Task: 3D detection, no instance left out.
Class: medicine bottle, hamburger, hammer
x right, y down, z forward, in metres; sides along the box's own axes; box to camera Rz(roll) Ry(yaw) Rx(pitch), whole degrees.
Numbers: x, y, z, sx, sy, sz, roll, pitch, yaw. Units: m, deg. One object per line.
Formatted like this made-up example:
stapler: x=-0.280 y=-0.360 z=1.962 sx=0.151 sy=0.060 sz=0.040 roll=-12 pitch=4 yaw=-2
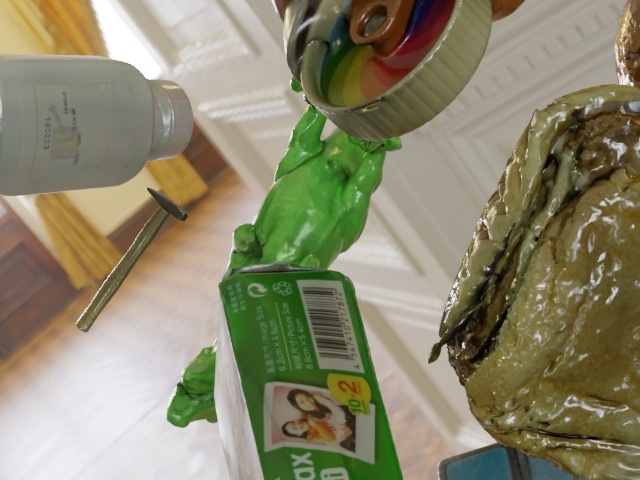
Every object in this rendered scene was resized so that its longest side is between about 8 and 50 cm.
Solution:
medicine bottle: x=-0.296 y=-0.145 z=1.337 sx=0.111 sy=0.161 sz=0.296 roll=17 pitch=19 yaw=38
hamburger: x=0.159 y=0.024 z=0.600 sx=0.130 sy=0.183 sz=0.206 roll=-118 pitch=50 yaw=-69
hammer: x=-0.239 y=0.027 z=1.331 sx=0.199 sy=0.062 sz=0.013 roll=-53 pitch=-17 yaw=9

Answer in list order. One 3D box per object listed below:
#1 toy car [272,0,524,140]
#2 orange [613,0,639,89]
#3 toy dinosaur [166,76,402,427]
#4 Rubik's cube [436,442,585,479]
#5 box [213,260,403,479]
toy car: x=0.051 y=-0.177 z=0.847 sx=0.235 sy=0.145 sz=0.235 roll=-27 pitch=44 yaw=29
orange: x=0.457 y=-0.224 z=1.226 sx=0.249 sy=0.249 sz=0.183 roll=-31 pitch=0 yaw=19
toy dinosaur: x=0.000 y=0.000 z=1.266 sx=0.375 sy=0.144 sz=0.500 roll=-68 pitch=-13 yaw=13
Rubik's cube: x=0.335 y=0.394 z=1.219 sx=0.305 sy=0.304 sz=0.301 roll=-24 pitch=44 yaw=17
box: x=-0.011 y=0.156 z=0.792 sx=0.103 sy=0.180 sz=0.250 roll=-5 pitch=49 yaw=-11
